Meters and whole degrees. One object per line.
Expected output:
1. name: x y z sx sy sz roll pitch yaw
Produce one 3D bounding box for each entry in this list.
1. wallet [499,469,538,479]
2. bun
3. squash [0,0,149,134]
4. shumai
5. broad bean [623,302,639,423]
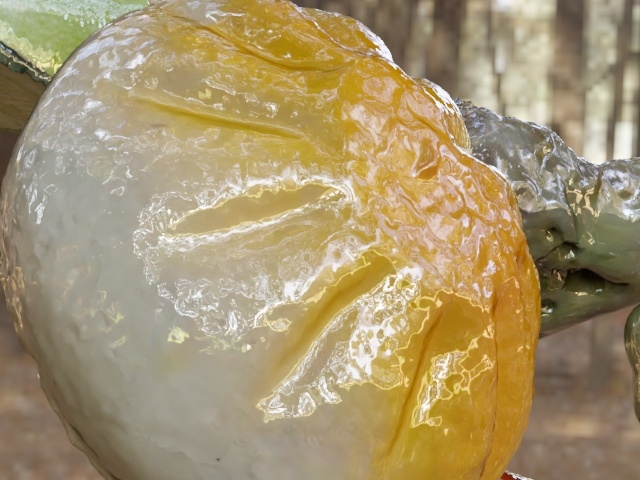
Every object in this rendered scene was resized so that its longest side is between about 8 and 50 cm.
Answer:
1. wallet: 0.069 0.167 1.453 0.204 0.045 0.142 18 -4 30
2. bun: 0.000 0.000 0.948 0.165 0.299 0.299 -32 -20 37
3. squash: -0.317 -0.173 1.655 0.233 0.210 0.309 13 14 35
4. shumai: 0.221 0.014 1.795 0.283 0.217 0.346 15 -23 3
5. broad bean: 0.336 0.094 1.453 0.189 0.121 0.263 6 -6 -24
